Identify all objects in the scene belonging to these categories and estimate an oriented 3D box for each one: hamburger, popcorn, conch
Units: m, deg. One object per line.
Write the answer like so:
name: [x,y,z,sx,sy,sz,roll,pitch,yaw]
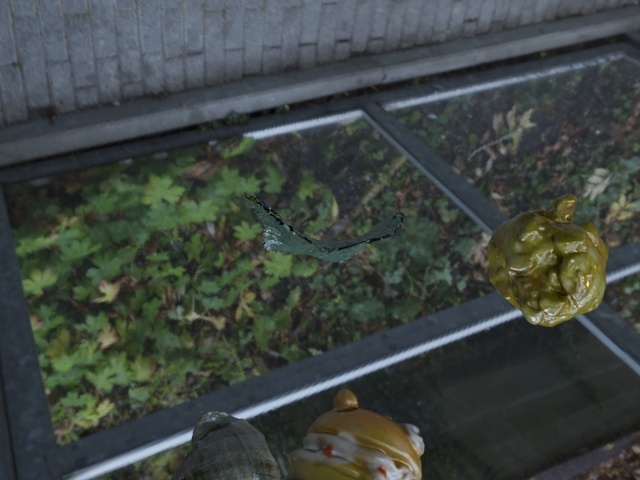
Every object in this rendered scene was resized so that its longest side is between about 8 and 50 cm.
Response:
hamburger: [0.083,0.454,1.341,0.237,0.276,0.276,-63,148,-34]
popcorn: [0.381,0.035,1.127,0.253,0.190,0.191,-26,100,-54]
conch: [-0.130,0.326,0.895,0.155,0.207,0.130,-3,135,-7]

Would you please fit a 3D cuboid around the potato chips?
potato chips: [0.000,-0.008,0.707,0.228,0.167,0.059,4,83,-39]
